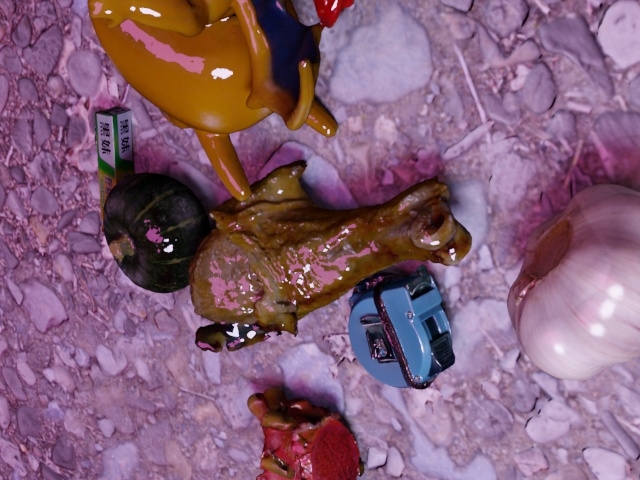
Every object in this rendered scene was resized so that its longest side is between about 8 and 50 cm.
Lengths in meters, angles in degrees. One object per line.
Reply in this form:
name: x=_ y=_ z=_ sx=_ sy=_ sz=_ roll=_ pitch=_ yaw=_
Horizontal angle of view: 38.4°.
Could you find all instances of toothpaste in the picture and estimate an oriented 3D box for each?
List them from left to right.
toothpaste: x=-0.289 y=-0.096 z=1.298 sx=0.037 sy=0.043 sz=0.179 roll=15 pitch=115 yaw=29

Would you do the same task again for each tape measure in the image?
tape measure: x=0.093 y=0.107 z=1.092 sx=0.125 sy=0.081 sz=0.146 roll=-17 pitch=95 yaw=48

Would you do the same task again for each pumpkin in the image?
pumpkin: x=-0.220 y=-0.009 z=1.234 sx=0.167 sy=0.125 sz=0.167 roll=12 pitch=120 yaw=21

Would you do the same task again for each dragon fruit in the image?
dragon fruit: x=-0.028 y=0.272 z=1.213 sx=0.150 sy=0.133 sz=0.207 roll=-51 pitch=57 yaw=9

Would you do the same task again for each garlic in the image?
garlic: x=0.303 y=0.069 z=0.894 sx=0.226 sy=0.199 sz=0.199 roll=33 pitch=127 yaw=-12

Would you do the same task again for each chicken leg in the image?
chicken leg: x=-0.005 y=-0.007 z=1.089 sx=0.361 sy=0.140 sz=0.212 roll=-26 pitch=68 yaw=25

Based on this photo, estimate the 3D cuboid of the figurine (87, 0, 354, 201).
figurine: x=-0.103 y=-0.241 z=0.941 sx=0.387 sy=0.268 sz=0.401 roll=99 pitch=162 yaw=-61
